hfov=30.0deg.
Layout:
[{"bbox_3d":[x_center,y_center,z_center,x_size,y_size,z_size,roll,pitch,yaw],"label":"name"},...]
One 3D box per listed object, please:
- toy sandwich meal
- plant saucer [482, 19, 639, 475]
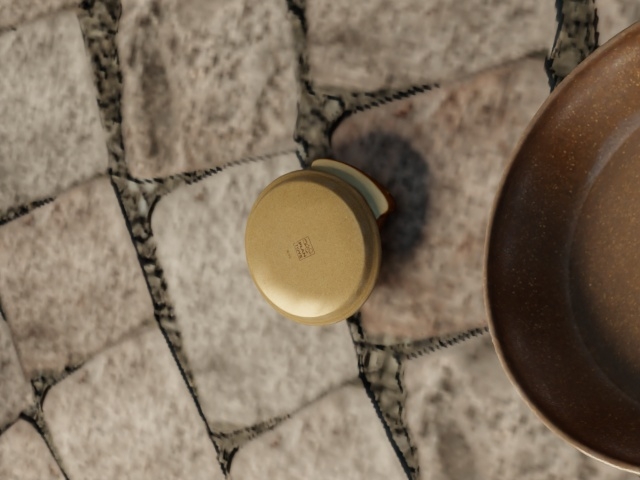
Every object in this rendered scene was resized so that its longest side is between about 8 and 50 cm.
[{"bbox_3d":[0.000,0.000,0.588,0.086,0.029,0.085,4,99,30],"label":"toy sandwich meal"},{"bbox_3d":[0.154,-0.002,0.464,0.199,0.036,0.198,-22,56,36],"label":"plant saucer"}]
